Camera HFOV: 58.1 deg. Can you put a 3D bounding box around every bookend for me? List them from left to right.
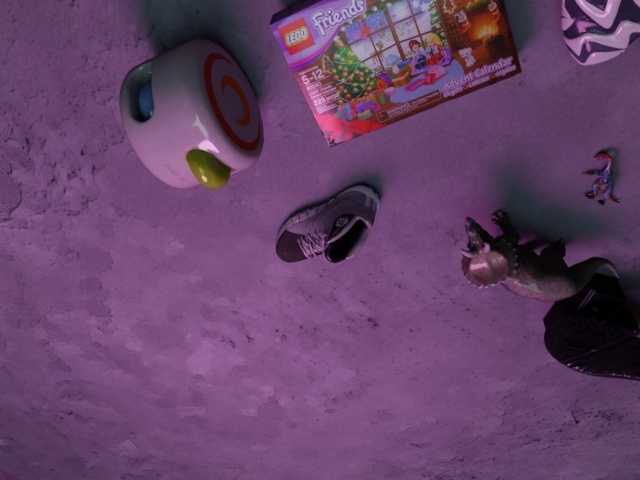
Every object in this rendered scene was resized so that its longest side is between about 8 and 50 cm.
[{"bbox_3d":[0.526,0.139,1.068,0.157,0.072,0.156,14,129,-4],"label":"bookend"}]

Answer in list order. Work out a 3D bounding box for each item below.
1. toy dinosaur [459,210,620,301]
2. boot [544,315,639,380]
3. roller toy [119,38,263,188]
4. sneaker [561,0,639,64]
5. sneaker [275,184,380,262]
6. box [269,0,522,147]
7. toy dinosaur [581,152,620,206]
[{"bbox_3d":[0.347,0.047,0.963,0.313,0.160,0.121,23,128,-10],"label":"toy dinosaur"},{"bbox_3d":[0.543,0.216,1.008,0.246,0.094,0.207,8,165,45],"label":"boot"},{"bbox_3d":[-0.186,-0.179,0.837,0.146,0.209,0.191,-16,112,21],"label":"roller toy"},{"bbox_3d":[0.398,-0.330,0.692,0.234,0.094,0.153,-18,133,33],"label":"sneaker"},{"bbox_3d":[0.000,0.000,0.991,0.228,0.132,0.086,-33,118,29],"label":"sneaker"},{"bbox_3d":[0.104,-0.271,0.793,0.293,0.057,0.201,-19,124,16],"label":"box"},{"bbox_3d":[0.451,-0.101,0.921,0.090,0.047,0.082,-6,126,-30],"label":"toy dinosaur"}]
